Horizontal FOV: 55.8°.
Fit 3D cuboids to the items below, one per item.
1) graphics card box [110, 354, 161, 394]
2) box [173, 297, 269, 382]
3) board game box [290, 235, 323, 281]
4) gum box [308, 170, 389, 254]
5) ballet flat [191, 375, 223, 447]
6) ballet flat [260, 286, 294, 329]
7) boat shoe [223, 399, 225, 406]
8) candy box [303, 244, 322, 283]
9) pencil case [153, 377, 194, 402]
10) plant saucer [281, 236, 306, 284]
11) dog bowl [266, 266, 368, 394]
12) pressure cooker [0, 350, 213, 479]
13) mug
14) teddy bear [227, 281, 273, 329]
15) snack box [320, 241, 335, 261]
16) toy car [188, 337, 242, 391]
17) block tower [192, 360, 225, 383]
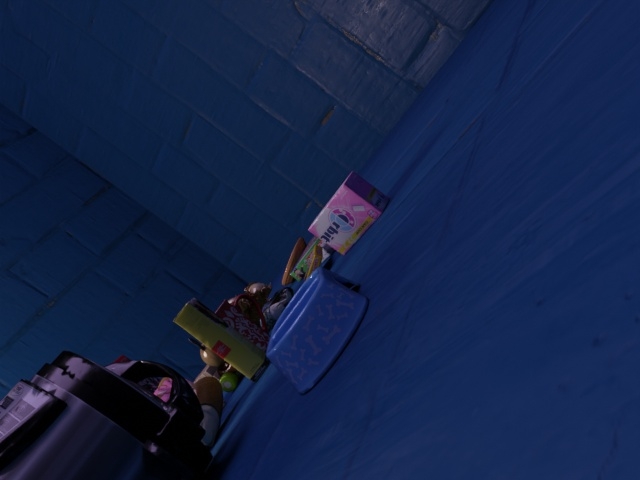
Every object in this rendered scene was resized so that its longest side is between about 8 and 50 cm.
[{"bbox_3d":[-0.619,0.571,2.169,0.094,0.371,0.233,-54,2,2],"label":"graphics card box"},{"bbox_3d":[-0.224,0.228,1.392,0.058,0.232,0.087,-51,5,1],"label":"box"},{"bbox_3d":[0.000,0.000,2.170,0.213,0.046,0.317,-52,4,21],"label":"board game box"},{"bbox_3d":[0.061,-0.057,1.407,0.188,0.107,0.062,-50,5,43],"label":"gum box"},{"bbox_3d":[-0.302,0.461,1.325,0.124,0.116,0.342,-7,44,57],"label":"ballet flat"},{"bbox_3d":[-0.127,0.198,1.825,0.070,0.070,0.188,-51,7,33],"label":"ballet flat"},{"bbox_3d":[-0.311,0.484,1.626,0.142,0.040,0.049,-54,4,-11],"label":"boat shoe"},{"bbox_3d":[-0.020,0.076,1.620,0.206,0.027,0.105,-93,23,-83],"label":"candy box"},{"bbox_3d":[-0.444,0.544,1.606,0.160,0.167,0.386,2,39,27],"label":"pencil case"},{"bbox_3d":[-0.097,0.085,2.345,0.200,0.037,0.200,22,-90,-86],"label":"plant saucer"},{"bbox_3d":[-0.012,0.122,0.924,0.166,0.074,0.297,-54,3,3],"label":"dog bowl"},{"bbox_3d":[-0.402,0.396,1.060,0.420,0.369,0.375,-54,-13,-27],"label":"pressure cooker"},{"bbox_3d":[-0.199,0.231,1.549,0.150,0.169,0.113,-53,3,4],"label":"mug"},{"bbox_3d":[-0.238,0.259,1.927,0.245,0.113,0.338,-26,-27,-48],"label":"teddy bear"},{"bbox_3d":[0.037,-0.002,1.757,0.100,0.037,0.141,-57,5,-27],"label":"snack box"},{"bbox_3d":[-0.281,0.307,1.715,0.149,0.188,0.155,-53,5,14],"label":"toy car"},{"bbox_3d":[-0.381,0.490,2.098,0.335,0.091,0.097,-50,6,49],"label":"block tower"}]
